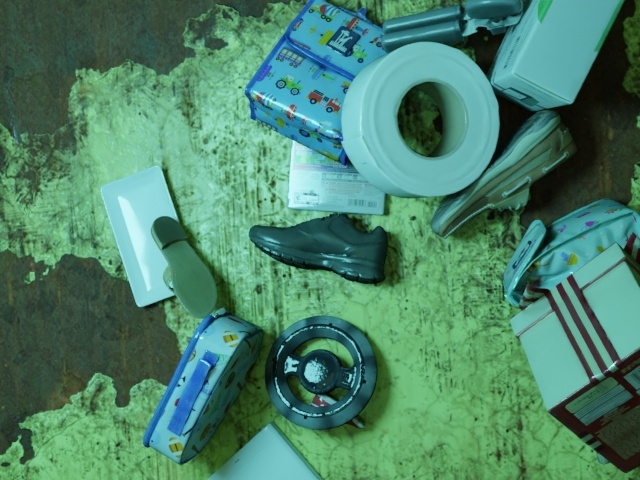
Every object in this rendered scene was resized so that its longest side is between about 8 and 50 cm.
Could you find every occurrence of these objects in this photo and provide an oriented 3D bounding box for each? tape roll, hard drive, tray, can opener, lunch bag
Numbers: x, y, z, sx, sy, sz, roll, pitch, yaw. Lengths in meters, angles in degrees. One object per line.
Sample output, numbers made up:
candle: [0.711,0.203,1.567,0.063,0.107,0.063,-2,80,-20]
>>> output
tape roll: [0.184,-0.218,1.772,0.286,0.100,0.286,0,91,-20]
hard drive: [-0.072,0.551,1.942,0.203,0.040,0.307,-43,82,8]
tray: [-0.355,-0.009,2.008,0.145,0.030,0.270,-19,86,11]
can opener: [0.243,-0.416,1.791,0.280,0.093,0.074,-8,54,27]
lunch bag: [0.022,-0.334,1.894,0.221,0.138,0.293,27,74,11]
lunch bag: [-0.227,0.277,1.872,0.115,0.243,0.303,26,95,10]
lunch bag: [0.454,0.036,1.748,0.262,0.223,0.160,-23,95,10]

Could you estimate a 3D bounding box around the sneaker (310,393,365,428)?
sneaker: [0.029,0.358,1.922,0.118,0.042,0.067,34,92,17]

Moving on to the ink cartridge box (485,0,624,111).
ink cartridge box: [0.410,-0.355,1.725,0.122,0.289,0.211,26,94,-3]

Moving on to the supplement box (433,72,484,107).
supplement box: [0.273,-0.296,1.883,0.062,0.036,0.098,28,95,10]

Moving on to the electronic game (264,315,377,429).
electronic game: [0.000,0.262,1.910,0.229,0.048,0.229,-4,73,12]

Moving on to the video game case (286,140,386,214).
video game case: [0.036,-0.149,1.936,0.201,0.023,0.183,4,90,12]

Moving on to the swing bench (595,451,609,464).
swing bench: [0.602,0.251,1.754,0.255,0.165,0.253,-13,88,16]

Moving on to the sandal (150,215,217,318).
sandal: [-0.283,0.068,1.949,0.088,0.079,0.240,-16,66,-30]

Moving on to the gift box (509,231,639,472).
gift box: [0.473,0.162,1.533,0.255,0.258,0.276,-36,119,18]

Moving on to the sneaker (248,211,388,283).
sneaker: [0.000,0.000,1.913,0.286,0.109,0.130,13,82,4]

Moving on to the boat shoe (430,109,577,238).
boat shoe: [0.352,-0.106,1.827,0.324,0.123,0.116,-42,99,15]
